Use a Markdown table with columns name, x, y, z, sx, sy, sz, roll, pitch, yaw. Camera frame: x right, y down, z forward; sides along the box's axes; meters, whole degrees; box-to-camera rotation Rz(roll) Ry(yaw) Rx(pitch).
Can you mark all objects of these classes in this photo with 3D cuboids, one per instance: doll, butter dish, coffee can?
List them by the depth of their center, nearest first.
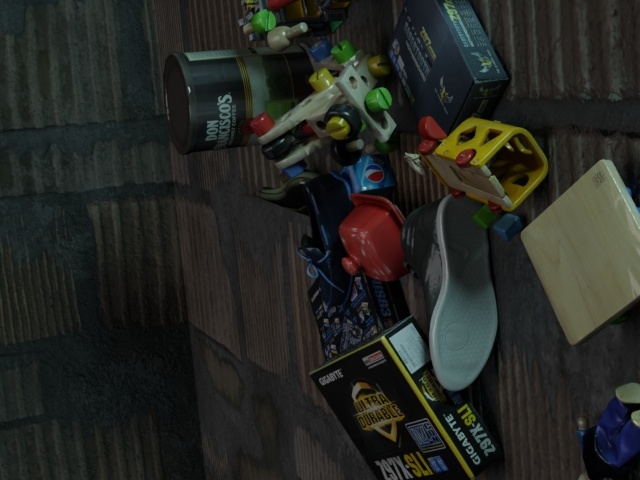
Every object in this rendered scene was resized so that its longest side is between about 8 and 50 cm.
| name | x | y | z | sx | sy | sz | roll | pitch | yaw |
| --- | --- | --- | --- | --- | --- | --- | --- | --- | --- |
| doll | 0.360 | 0.263 | 1.327 | 0.189 | 0.046 | 0.129 | 104 | 151 | -45 |
| butter dish | 0.087 | 0.012 | 1.795 | 0.160 | 0.118 | 0.160 | 55 | 164 | -18 |
| coffee can | -0.157 | -0.287 | 2.153 | 0.201 | 0.275 | 0.201 | 171 | 90 | -70 |

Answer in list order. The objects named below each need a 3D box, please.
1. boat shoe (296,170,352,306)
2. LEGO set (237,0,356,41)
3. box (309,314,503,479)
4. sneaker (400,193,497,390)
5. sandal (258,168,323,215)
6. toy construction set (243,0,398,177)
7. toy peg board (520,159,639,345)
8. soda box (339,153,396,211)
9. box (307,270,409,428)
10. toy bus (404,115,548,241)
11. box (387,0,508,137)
| name | x | y | z | sx | sy | sz | roll | pitch | yaw |
| --- | --- | --- | --- | --- | --- | --- | --- | --- | --- |
| boat shoe | 0.000 | 0.000 | 1.918 | 0.109 | 0.089 | 0.258 | -146 | 47 | -59 |
| LEGO set | -0.050 | -0.491 | 1.908 | 0.331 | 0.192 | 0.255 | 174 | 87 | -69 |
| box | 0.129 | 0.279 | 1.759 | 0.257 | 0.079 | 0.322 | 56 | 153 | 1 |
| sneaker | 0.189 | 0.075 | 1.637 | 0.147 | 0.105 | 0.295 | -175 | 84 | -71 |
| sandal | -0.032 | -0.108 | 2.166 | 0.303 | 0.120 | 0.086 | -13 | 58 | 68 |
| toy construction set | 0.027 | -0.265 | 1.687 | 0.237 | 0.257 | 0.308 | -13 | 100 | 52 |
| toy peg board | 0.341 | 0.016 | 1.269 | 0.160 | 0.079 | 0.161 | -49 | 51 | 44 |
| soda box | 0.063 | -0.079 | 1.942 | 0.210 | 0.071 | 0.067 | 127 | 129 | -62 |
| box | 0.078 | 0.168 | 2.000 | 0.295 | 0.073 | 0.293 | 122 | 135 | -59 |
| toy bus | 0.219 | -0.116 | 1.469 | 0.202 | 0.104 | 0.191 | 43 | 171 | 17 |
| box | 0.180 | -0.260 | 1.581 | 0.183 | 0.059 | 0.232 | 113 | 144 | -53 |
